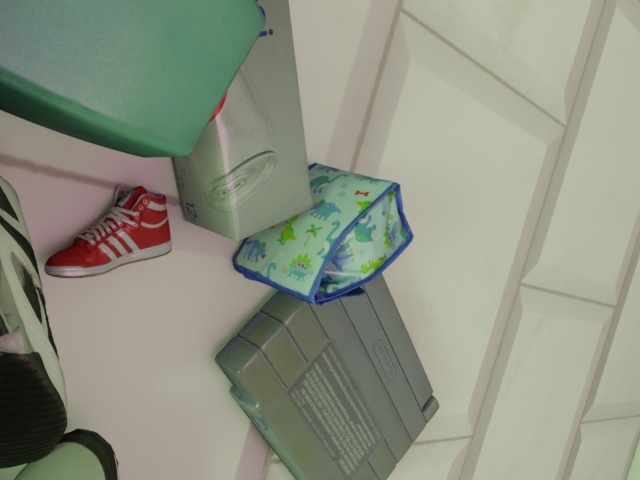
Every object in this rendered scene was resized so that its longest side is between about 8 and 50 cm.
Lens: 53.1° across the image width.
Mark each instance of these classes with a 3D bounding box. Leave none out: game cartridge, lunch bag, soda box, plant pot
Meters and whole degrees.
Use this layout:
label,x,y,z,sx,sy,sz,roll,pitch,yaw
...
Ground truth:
label,x,y,z,sx,sy,sz,roll,pitch,yaw
game cartridge,0.026,0.185,0.807,0.230,0.068,0.355,-43,130,-22
lunch bag,0.000,0.000,0.667,0.151,0.129,0.096,-41,128,-29
soda box,-0.084,-0.151,0.559,0.098,0.091,0.286,-25,120,-37
plant pot,-0.164,-0.155,0.381,0.234,0.166,0.165,33,79,-28

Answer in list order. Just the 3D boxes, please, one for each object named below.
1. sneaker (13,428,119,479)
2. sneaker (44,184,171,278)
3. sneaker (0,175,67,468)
label,x,y,z,sx,sy,sz,roll,pitch,yaw
sneaker,-0.235,0.265,0.471,0.108,0.100,0.271,109,5,-54
sneaker,-0.180,-0.011,0.547,0.118,0.042,0.067,-20,121,-48
sneaker,-0.244,0.037,0.447,0.123,0.146,0.330,-1,133,-14
